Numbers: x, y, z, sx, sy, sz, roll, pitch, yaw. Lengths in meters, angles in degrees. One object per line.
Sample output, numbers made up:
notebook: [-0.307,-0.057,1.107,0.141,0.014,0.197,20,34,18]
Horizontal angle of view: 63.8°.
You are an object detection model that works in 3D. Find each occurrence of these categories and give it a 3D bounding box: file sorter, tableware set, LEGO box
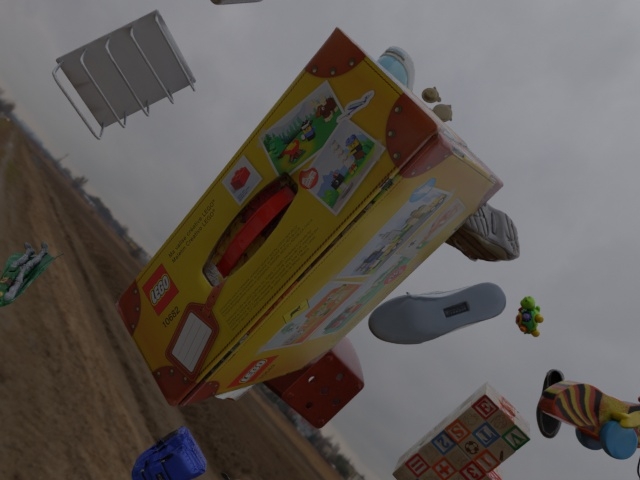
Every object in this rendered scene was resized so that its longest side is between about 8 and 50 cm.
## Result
file sorter: [-0.464,-0.397,1.246,0.193,0.278,0.173,64,-4,-34]
tableware set: [0.320,-0.411,1.593,0.020,0.169,0.141,93,-20,-72]
LEGO box: [0.000,0.000,0.794,0.193,0.500,0.372,51,20,22]

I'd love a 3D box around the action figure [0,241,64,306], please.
action figure: [-0.730,0.089,1.223,0.232,0.137,0.063,-85,168,-54]

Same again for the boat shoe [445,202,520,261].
boat shoe: [0.275,-0.037,1.024,0.116,0.123,0.324,-19,-43,41]

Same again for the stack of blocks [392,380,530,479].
stack of blocks: [0.330,0.487,1.160,0.171,0.297,0.087,45,17,12]

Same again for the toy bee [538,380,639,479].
toy bee: [0.591,0.358,1.034,0.298,0.162,0.195,43,-14,-22]

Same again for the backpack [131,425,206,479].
backpack: [-0.290,0.422,0.961,0.098,0.120,0.101,61,-10,2]

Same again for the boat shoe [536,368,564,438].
boat shoe: [0.696,0.489,1.552,0.075,0.206,0.065,8,-20,26]

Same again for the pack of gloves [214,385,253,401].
pack of gloves: [-0.282,0.418,1.614,0.195,0.232,0.046,4,-79,25]

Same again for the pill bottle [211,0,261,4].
pill bottle: [-0.181,-0.616,1.225,0.094,0.169,0.094,33,-47,43]

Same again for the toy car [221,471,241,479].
toy car: [-0.315,0.937,1.872,0.155,0.149,0.188,11,-63,33]

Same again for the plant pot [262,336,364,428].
plant pot: [-0.030,0.367,1.469,0.267,0.267,0.236,49,-4,-29]

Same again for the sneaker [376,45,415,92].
sneaker: [0.165,-0.337,1.387,0.135,0.150,0.366,34,-20,28]

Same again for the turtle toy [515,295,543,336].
turtle toy: [0.650,0.235,1.611,0.066,0.130,0.095,7,18,2]

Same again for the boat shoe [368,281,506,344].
boat shoe: [0.299,0.194,1.389,0.156,0.367,0.135,109,-34,-76]
